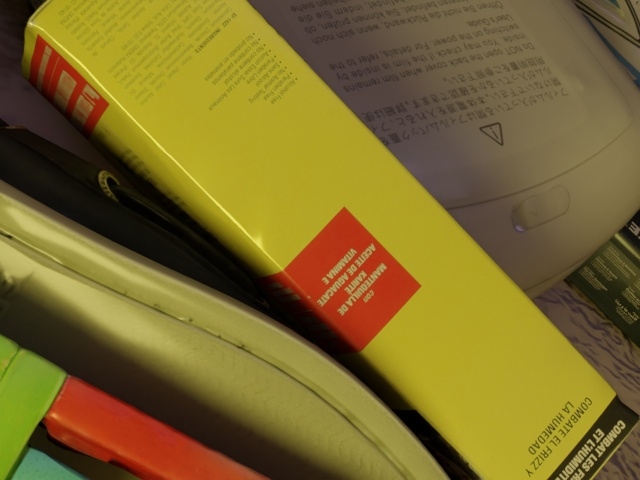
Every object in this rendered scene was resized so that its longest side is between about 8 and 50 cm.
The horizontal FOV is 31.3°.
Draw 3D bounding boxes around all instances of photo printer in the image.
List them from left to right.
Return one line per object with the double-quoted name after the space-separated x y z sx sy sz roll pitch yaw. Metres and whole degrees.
0.009 -0.094 0.566 0.256 0.107 0.308 -19 67 -34 "photo printer"

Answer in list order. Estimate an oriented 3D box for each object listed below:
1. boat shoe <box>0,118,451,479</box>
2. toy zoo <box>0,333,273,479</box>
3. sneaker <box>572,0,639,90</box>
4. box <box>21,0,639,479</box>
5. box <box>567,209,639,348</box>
-0.076 0.043 0.387 0.340 0.127 0.113 32 14 -13 "boat shoe"
-0.047 0.155 0.296 0.293 0.030 0.192 31 70 -13 "toy zoo"
0.242 -0.160 0.876 0.237 0.086 0.085 53 37 11 "sneaker"
0.000 0.000 0.397 0.058 0.087 0.232 -46 100 -14 "box"
0.182 -0.043 0.740 0.220 0.051 0.175 45 38 2 "box"
